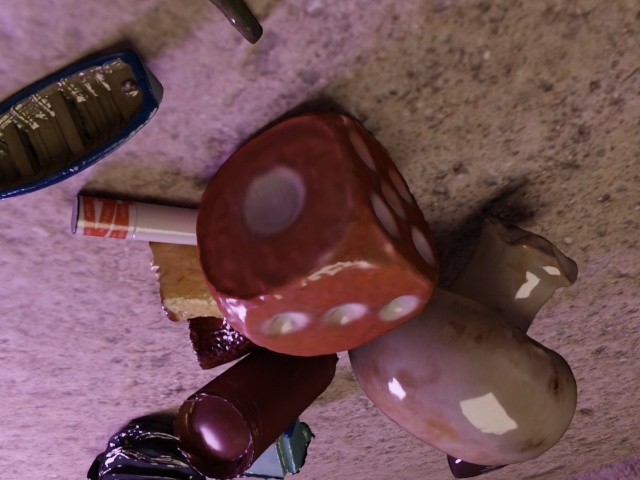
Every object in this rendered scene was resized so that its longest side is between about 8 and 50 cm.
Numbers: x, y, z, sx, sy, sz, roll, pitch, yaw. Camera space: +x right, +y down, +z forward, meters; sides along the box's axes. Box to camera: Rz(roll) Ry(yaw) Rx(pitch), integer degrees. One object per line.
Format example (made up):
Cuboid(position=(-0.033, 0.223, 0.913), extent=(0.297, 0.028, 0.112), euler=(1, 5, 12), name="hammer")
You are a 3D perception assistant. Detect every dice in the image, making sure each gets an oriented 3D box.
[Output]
Cuboid(position=(0.000, 0.000, 0.633), extent=(0.174, 0.175, 0.179), euler=(-29, 147, 19), name="dice")

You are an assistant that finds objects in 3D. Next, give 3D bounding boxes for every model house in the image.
Cuboid(position=(-0.098, 0.313, 1.117), extent=(0.148, 0.119, 0.148), euler=(2, 123, 15), name="model house")

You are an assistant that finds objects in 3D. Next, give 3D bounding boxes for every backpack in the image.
Cuboid(position=(-0.298, 0.404, 1.144), extent=(0.206, 0.133, 0.258), euler=(8, 134, -17), name="backpack")

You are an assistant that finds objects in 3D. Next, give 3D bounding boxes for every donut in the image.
Cuboid(position=(-0.113, 0.073, 0.769), extent=(0.141, 0.085, 0.217), euler=(-16, 146, 1), name="donut")

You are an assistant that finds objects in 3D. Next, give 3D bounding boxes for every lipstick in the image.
Cuboid(position=(-0.177, -0.019, 0.654), extent=(0.131, 0.038, 0.038), euler=(6, 140, -28), name="lipstick")

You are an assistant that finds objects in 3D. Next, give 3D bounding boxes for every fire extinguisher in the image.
Cuboid(position=(-0.064, 0.197, 0.869), extent=(0.147, 0.106, 0.337), euler=(-50, 169, 23), name="fire extinguisher")

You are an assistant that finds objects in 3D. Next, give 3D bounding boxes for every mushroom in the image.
Cuboid(position=(0.192, 0.116, 0.819), extent=(0.297, 0.297, 0.290), euler=(35, 88, -48), name="mushroom")

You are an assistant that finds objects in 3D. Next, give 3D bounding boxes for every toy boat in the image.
Cuboid(position=(-0.229, -0.078, 0.532), extent=(0.229, 0.080, 0.046), euler=(-25, 179, 14), name="toy boat")

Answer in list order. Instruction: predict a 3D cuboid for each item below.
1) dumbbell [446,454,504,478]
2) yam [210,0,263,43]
Cuboid(position=(0.221, 0.236, 1.005), extent=(0.124, 0.225, 0.140), euler=(-19, 145, 1), name="dumbbell")
Cuboid(position=(-0.103, -0.205, 0.426), extent=(0.027, 0.029, 0.234), euler=(-49, 142, -1), name="yam")
